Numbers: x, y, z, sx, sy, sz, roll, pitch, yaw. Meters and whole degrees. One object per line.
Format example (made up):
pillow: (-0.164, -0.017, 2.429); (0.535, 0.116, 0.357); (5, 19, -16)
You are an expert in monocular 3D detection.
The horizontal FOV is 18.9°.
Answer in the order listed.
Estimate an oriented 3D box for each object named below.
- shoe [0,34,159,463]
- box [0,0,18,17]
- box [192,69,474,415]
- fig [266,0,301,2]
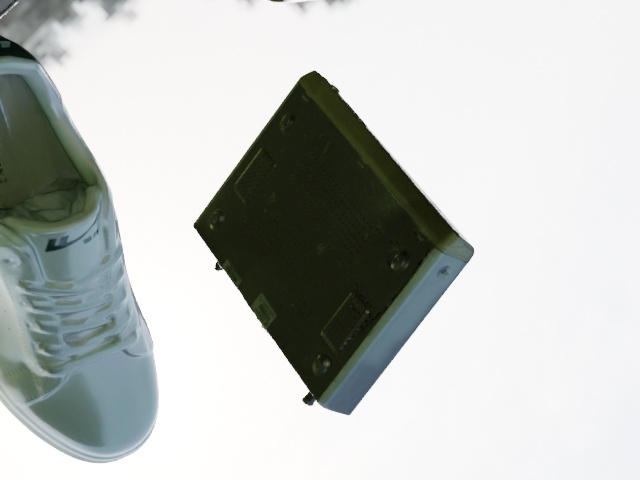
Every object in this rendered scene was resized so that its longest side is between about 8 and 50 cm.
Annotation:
shoe: (-0.143, 0.010, 0.989); (0.095, 0.265, 0.110); (-31, -160, -21)
box: (-0.146, -0.222, 0.910); (0.200, 0.065, 0.343); (-44, 174, 0)
box: (0.000, 0.000, 1.673); (0.211, 0.045, 0.270); (-52, -134, 17)
fig: (-0.013, -0.331, 1.551); (0.271, 0.239, 0.239); (-56, -155, -18)
